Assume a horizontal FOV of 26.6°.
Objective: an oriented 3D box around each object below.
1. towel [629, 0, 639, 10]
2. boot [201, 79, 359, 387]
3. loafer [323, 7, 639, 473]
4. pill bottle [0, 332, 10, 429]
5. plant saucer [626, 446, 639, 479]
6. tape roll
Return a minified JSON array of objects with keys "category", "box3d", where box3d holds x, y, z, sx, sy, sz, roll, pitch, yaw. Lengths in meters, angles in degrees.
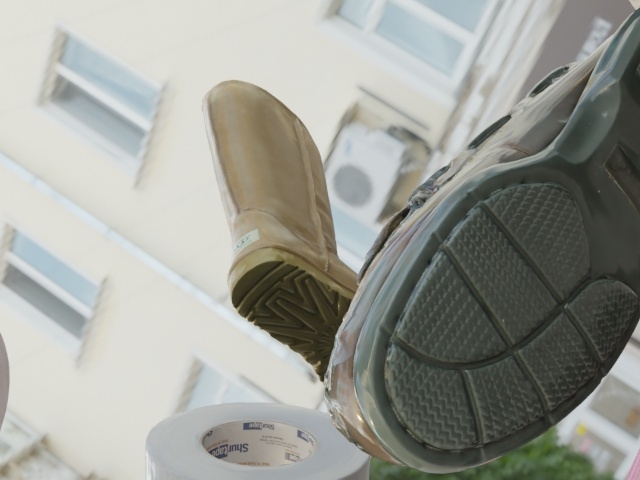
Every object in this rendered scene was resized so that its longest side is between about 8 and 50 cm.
[{"category":"towel","box3d":[0.170,-0.153,0.533,0.282,0.187,0.049,42,-108,-35]},{"category":"boot","box3d":[0.000,0.000,1.168,0.089,0.236,0.269,-36,33,16]},{"category":"loafer","box3d":[0.084,-0.003,0.546,0.084,0.096,0.267,-14,25,52]},{"category":"pill bottle","box3d":[-0.269,0.061,0.664,0.117,0.208,0.118,13,-90,-68]},{"category":"plant saucer","box3d":[0.284,0.141,0.595,0.084,0.332,0.332,34,-91,-32]},{"category":"tape roll","box3d":[-0.061,0.229,1.319,0.219,0.219,0.072,-24,-60,-61]}]
